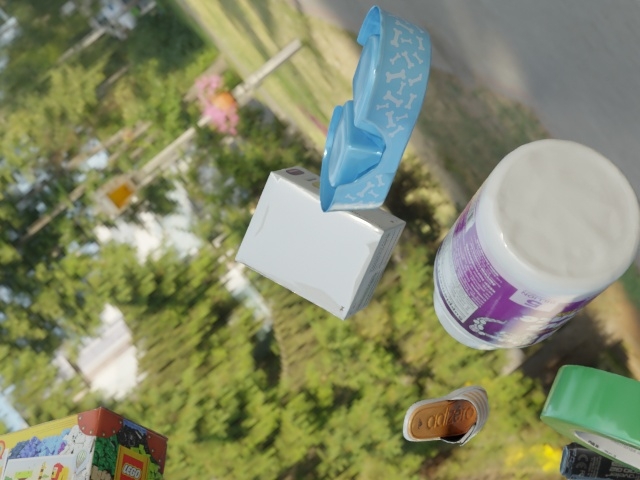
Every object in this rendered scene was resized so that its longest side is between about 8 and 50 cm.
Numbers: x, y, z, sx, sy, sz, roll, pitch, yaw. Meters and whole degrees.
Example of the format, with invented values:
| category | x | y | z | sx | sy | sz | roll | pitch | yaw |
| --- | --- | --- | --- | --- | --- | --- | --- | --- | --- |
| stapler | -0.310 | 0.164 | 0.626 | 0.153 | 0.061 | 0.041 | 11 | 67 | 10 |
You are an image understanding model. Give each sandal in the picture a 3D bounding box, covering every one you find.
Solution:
| category | x | y | z | sx | sy | sz | roll | pitch | yaw |
| --- | --- | --- | --- | --- | --- | --- | --- | --- | --- |
| sandal | 0.258 | 0.345 | 2.147 | 0.076 | 0.102 | 0.265 | 16 | -167 | 39 |

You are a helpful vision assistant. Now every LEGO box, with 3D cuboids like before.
| category | x | y | z | sx | sy | sz | roll | pitch | yaw |
| --- | --- | --- | --- | --- | --- | --- | --- | --- | --- |
| LEGO box | -0.546 | 0.560 | 2.120 | 0.193 | 0.500 | 0.372 | 37 | -135 | -42 |

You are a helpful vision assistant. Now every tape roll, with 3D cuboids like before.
| category | x | y | z | sx | sy | sz | roll | pitch | yaw |
| --- | --- | --- | --- | --- | --- | --- | --- | --- | --- |
| tape roll | 0.449 | 0.261 | 1.470 | 0.321 | 0.077 | 0.321 | 24 | 171 | 4 |

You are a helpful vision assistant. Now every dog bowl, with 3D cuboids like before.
| category | x | y | z | sx | sy | sz | roll | pitch | yaw |
| --- | --- | --- | --- | --- | --- | --- | --- | --- | --- |
| dog bowl | 0.069 | -0.158 | 1.458 | 0.166 | 0.074 | 0.297 | -90 | 14 | -45 |

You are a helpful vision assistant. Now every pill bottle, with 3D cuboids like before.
| category | x | y | z | sx | sy | sz | roll | pitch | yaw |
| --- | --- | --- | --- | --- | --- | --- | --- | --- | --- |
| pill bottle | 0.220 | 0.023 | 1.246 | 0.169 | 0.169 | 0.301 | 51 | 161 | 11 |

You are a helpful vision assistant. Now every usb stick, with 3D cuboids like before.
| category | x | y | z | sx | sy | sz | roll | pitch | yaw |
| --- | --- | --- | --- | --- | --- | --- | --- | --- | --- |
| usb stick | 0.577 | 0.417 | 2.077 | 0.278 | 0.077 | 0.045 | 8 | -163 | -9 |

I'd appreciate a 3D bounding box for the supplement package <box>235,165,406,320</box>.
| category | x | y | z | sx | sy | sz | roll | pitch | yaw |
| --- | --- | --- | --- | --- | --- | --- | --- | --- | --- |
| supplement package | 0.000 | 0.000 | 2.265 | 0.262 | 0.204 | 0.145 | 28 | -162 | 15 |
